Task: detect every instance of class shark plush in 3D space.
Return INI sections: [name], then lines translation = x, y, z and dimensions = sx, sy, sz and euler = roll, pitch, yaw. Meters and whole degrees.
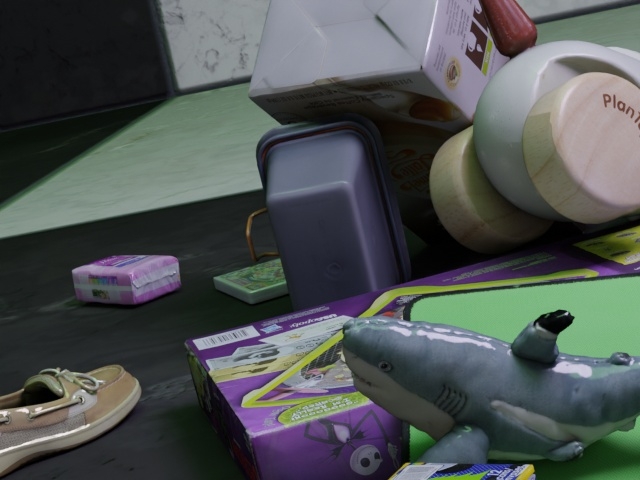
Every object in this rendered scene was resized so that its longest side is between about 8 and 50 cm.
[shark plush]
translation = 0.091, 0.058, 0.622
dimensions = 0.161, 0.067, 0.073
euler = 2, 30, 20

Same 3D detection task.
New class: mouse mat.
[mouse mat]
translation = 0.111, 0.067, 0.681
dimensions = 0.152, 0.007, 0.190
euler = -6, 28, 7

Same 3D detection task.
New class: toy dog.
[toy dog]
translation = 0.207, -0.099, 0.975
dimensions = 0.220, 0.161, 0.333
euler = -17, -4, 40

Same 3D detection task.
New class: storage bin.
[storage bin]
translation = 0.000, 0.000, 0.991
dimensions = 0.098, 0.135, 0.091
euler = -10, 21, 9

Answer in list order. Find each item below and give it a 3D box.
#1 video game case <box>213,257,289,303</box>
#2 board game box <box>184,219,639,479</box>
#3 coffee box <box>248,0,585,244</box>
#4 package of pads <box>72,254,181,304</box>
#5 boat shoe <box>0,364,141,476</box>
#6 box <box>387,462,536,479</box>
[video game case]
translation = -0.012, 0.022, 1.181
dimensions = 0.122, 0.011, 0.087
euler = -16, 11, -20
[board game box]
translation = 0.112, 0.049, 0.826
dimensions = 0.346, 0.056, 0.208
euler = -14, 7, -10
[coffee box]
translation = 0.082, -0.092, 1.086
dimensions = 0.141, 0.098, 0.246
euler = -4, -26, 35
[package of pads]
translation = -0.154, 0.031, 1.235
dimensions = 0.050, 0.032, 0.083
euler = -18, 12, -41
[boat shoe]
translation = -0.168, 0.096, 0.877
dimensions = 0.153, 0.048, 0.056
euler = -21, 14, -38
[box]
translation = 0.018, 0.128, 0.489
dimensions = 0.054, 0.059, 0.169
euler = -4, 14, 32
